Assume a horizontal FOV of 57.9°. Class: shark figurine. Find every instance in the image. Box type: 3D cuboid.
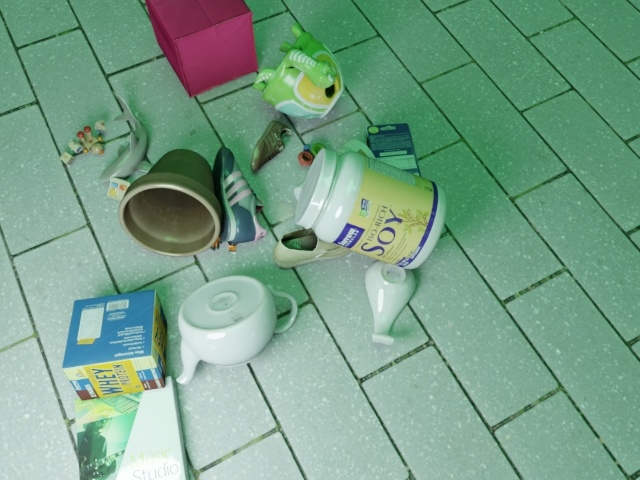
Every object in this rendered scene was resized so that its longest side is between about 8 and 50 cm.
[{"bbox_3d":[-0.555,-0.304,1.704,0.167,0.116,0.278,1,65,-3],"label":"shark figurine"}]

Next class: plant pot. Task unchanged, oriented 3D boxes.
[{"bbox_3d":[-0.384,-0.121,1.563,0.263,0.262,0.229,3,44,0],"label":"plant pot"}]

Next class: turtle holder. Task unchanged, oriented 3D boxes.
[{"bbox_3d":[-0.038,-0.490,1.705,0.228,0.320,0.243,36,59,-12],"label":"turtle holder"}]

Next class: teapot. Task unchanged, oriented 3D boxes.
[{"bbox_3d":[-0.210,0.216,1.415,0.256,0.186,0.252,-3,34,16],"label":"teapot"}]

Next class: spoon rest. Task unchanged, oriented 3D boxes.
[{"bbox_3d":[0.174,0.159,1.517,0.138,0.084,0.276,13,50,4],"label":"spoon rest"}]

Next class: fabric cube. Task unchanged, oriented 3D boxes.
[{"bbox_3d":[-0.368,-0.659,1.808,0.259,0.254,0.258,-26,66,-14],"label":"fabric cube"}]

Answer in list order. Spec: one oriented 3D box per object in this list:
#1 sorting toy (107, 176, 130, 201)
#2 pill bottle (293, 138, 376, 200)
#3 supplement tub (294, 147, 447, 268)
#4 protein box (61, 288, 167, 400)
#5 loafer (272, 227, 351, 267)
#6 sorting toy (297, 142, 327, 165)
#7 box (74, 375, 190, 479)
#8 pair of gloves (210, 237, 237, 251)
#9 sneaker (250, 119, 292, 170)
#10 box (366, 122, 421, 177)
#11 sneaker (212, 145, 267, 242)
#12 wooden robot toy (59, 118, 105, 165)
[{"bbox_3d":[-0.566,-0.142,1.657,0.084,0.012,0.061,17,99,0],"label":"sorting toy"},{"bbox_3d":[0.042,-0.175,1.641,0.229,0.131,0.131,-40,71,-19],"label":"pill bottle"},{"bbox_3d":[0.125,-0.084,1.471,0.332,0.241,0.240,18,63,-12],"label":"supplement tub"},{"bbox_3d":[-0.480,0.246,1.380,0.200,0.135,0.201,-8,45,-5],"label":"protein box"},{"bbox_3d":[0.000,0.000,1.573,0.269,0.092,0.101,-21,66,-12],"label":"loafer"},{"bbox_3d":[-0.031,-0.256,1.737,0.102,0.042,0.061,-30,83,-28],"label":"sorting toy"},{"bbox_3d":[-0.431,0.495,1.330,0.233,0.058,0.321,-13,63,-8],"label":"box"},{"bbox_3d":[-0.269,-0.004,1.614,0.084,0.010,0.074,3,63,-1],"label":"pair of gloves"},{"bbox_3d":[-0.146,-0.281,1.727,0.071,0.066,0.188,19,65,7],"label":"sneaker"},{"bbox_3d":[0.218,-0.251,1.738,0.137,0.036,0.225,-6,65,-5],"label":"box"},{"bbox_3d":[-0.232,-0.127,1.643,0.131,0.112,0.318,5,57,-27],"label":"sneaker"},{"bbox_3d":[-0.682,-0.282,1.714,0.079,0.076,0.173,39,68,5],"label":"wooden robot toy"}]
